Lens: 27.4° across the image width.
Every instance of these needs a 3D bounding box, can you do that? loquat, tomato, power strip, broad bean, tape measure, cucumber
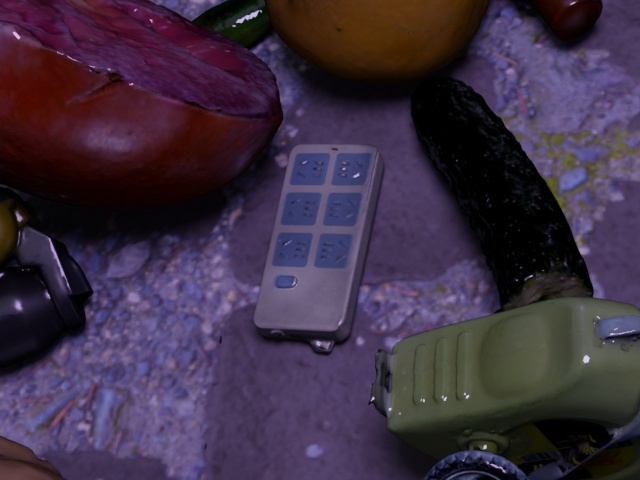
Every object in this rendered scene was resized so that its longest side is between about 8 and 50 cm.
[{"bbox_3d":[0.048,-0.233,1.110,0.208,0.208,0.208,-8,60,14],"label":"loquat"},{"bbox_3d":[-0.207,-0.111,1.077,0.289,0.335,0.176,45,115,52],"label":"tomato"},{"bbox_3d":[0.000,0.000,1.096,0.081,0.035,0.192,3,62,19],"label":"power strip"},{"bbox_3d":[-0.055,-0.278,1.259,0.144,0.049,0.292,28,74,30],"label":"broad bean"},{"bbox_3d":[0.166,0.105,0.903,0.200,0.175,0.106,-22,47,32],"label":"tape measure"},{"bbox_3d":[0.137,-0.042,1.028,0.081,0.072,0.303,3,37,-14],"label":"cucumber"}]

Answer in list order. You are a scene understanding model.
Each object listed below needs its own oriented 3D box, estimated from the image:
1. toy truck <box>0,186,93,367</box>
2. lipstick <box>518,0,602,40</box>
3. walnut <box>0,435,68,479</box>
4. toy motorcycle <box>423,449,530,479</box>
[{"bbox_3d":[-0.320,0.055,1.117,0.224,0.147,0.165,-35,85,-4],"label":"toy truck"},{"bbox_3d":[0.162,-0.292,1.179,0.081,0.081,0.299,-30,56,0],"label":"lipstick"},{"bbox_3d":[-0.286,0.297,0.859,0.381,0.381,0.381,-8,60,14],"label":"walnut"},{"bbox_3d":[0.207,0.242,0.843,0.315,0.113,0.168,14,105,15],"label":"toy motorcycle"}]
